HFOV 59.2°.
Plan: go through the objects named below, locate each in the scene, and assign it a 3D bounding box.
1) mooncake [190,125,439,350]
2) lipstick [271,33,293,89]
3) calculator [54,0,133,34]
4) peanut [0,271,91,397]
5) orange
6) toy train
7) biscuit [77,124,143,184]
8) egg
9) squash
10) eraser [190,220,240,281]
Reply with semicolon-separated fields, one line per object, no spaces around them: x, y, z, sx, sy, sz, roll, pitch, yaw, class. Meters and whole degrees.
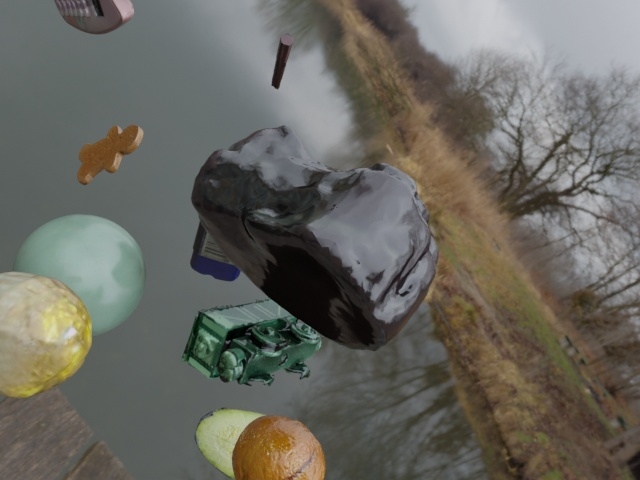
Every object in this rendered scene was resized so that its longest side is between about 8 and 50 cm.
0.000;0.000;0.882;0.381;0.212;0.350;33;-28;27;mooncake
-0.082;-0.363;1.158;0.027;0.027;0.176;62;-17;7;lipstick
-0.430;-0.481;0.995;0.330;0.048;0.219;23;-45;42;calculator
-0.253;0.059;0.402;0.087;0.207;0.087;4;90;-65;peanut
-0.087;0.442;1.118;0.161;0.193;0.193;-44;106;-39;orange
-0.102;0.177;0.995;0.155;0.115;0.270;28;15;28;toy train
-0.602;-0.254;1.623;0.036;0.250;0.165;37;36;-51;biscuit
-0.329;0.048;0.777;0.168;0.168;0.231;56;-21;-12;egg
-0.307;0.661;1.861;0.155;0.204;0.236;45;43;-21;squash
-0.250;-0.014;1.508;0.155;0.332;0.101;18;53;-9;eraser
